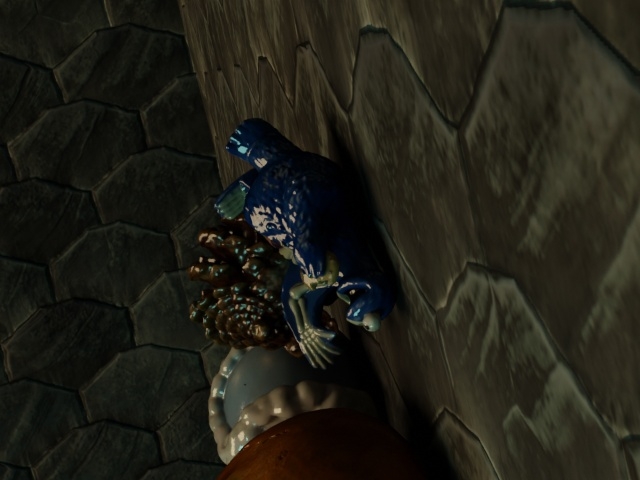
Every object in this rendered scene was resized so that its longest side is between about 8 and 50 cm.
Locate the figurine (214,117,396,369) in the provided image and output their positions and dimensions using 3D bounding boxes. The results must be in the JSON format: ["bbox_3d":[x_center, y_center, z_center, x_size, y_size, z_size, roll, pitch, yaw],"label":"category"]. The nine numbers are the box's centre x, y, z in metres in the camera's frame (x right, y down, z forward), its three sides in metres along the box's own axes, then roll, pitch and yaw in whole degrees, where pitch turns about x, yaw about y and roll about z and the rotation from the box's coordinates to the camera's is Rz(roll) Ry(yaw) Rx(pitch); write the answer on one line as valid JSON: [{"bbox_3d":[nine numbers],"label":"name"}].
[{"bbox_3d":[-0.002,-0.009,1.071,0.262,0.120,0.164,57,152,24],"label":"figurine"}]

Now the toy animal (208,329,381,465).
[{"bbox_3d":[-0.020,0.200,1.303,0.204,0.208,0.156,-116,39,-55],"label":"toy animal"}]

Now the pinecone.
[{"bbox_3d":[-0.056,0.023,1.238,0.168,0.185,0.212,-11,56,50],"label":"pinecone"}]

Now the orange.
[{"bbox_3d":[-0.008,0.304,1.052,0.226,0.284,0.284,41,180,-15],"label":"orange"}]
